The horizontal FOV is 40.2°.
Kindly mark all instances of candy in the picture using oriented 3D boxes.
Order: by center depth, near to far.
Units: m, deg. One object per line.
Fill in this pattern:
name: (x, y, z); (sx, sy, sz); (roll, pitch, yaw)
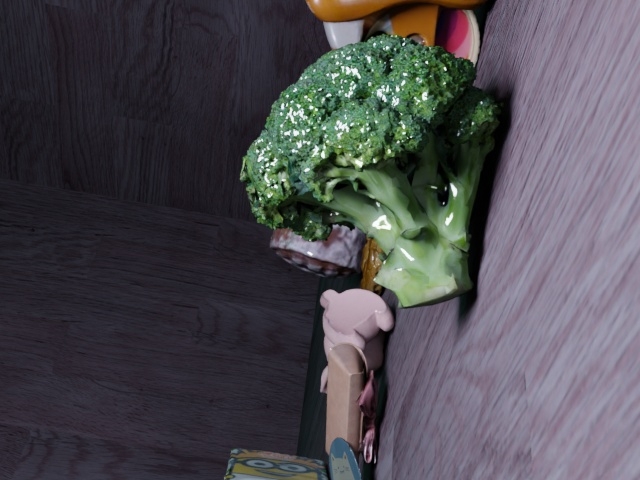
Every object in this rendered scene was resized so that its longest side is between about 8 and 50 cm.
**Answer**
candy: (0.000, 0.000, 1.934); (0.289, 0.215, 0.157); (131, 155, -84)

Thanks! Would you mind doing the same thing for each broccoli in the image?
broccoli: (0.064, -0.063, 0.854); (0.270, 0.270, 0.270); (110, 138, -77)

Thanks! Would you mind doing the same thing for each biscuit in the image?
biscuit: (0.104, -0.003, 1.556); (0.226, 0.042, 0.225); (-171, 90, -89)

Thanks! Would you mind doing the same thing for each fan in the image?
fan: (0.041, 0.369, 1.248); (0.113, 0.005, 0.175); (148, 114, -66)

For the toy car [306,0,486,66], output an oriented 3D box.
toy car: (0.093, -0.261, 1.010); (0.145, 0.235, 0.235); (-85, 5, -69)

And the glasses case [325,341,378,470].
glasses case: (0.059, 0.253, 1.269); (0.102, 0.070, 0.193); (-136, 43, -59)

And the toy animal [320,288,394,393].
toy animal: (0.056, 0.166, 1.386); (0.212, 0.124, 0.124); (88, -172, -52)

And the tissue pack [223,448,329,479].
tissue pack: (-0.099, 0.542, 1.859); (0.311, 0.228, 0.127); (-161, 80, -87)
